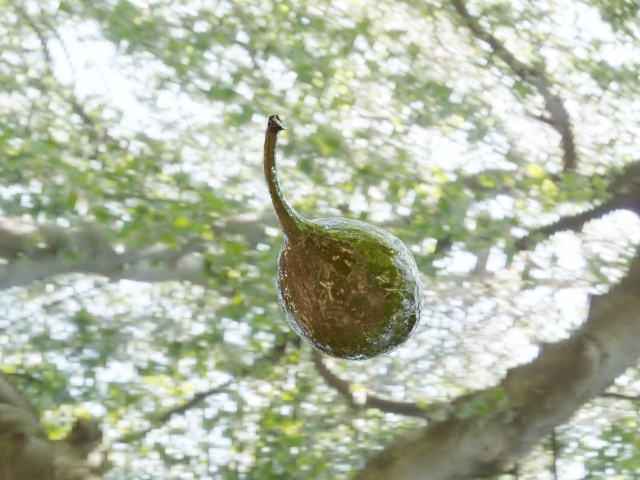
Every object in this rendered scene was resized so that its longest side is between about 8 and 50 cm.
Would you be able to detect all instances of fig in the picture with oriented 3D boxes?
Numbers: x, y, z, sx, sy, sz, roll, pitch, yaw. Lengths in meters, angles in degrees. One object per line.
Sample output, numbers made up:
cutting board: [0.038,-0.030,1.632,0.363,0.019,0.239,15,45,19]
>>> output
fig: [0.000,0.000,1.293,0.124,0.236,0.124,-24,-150,15]
